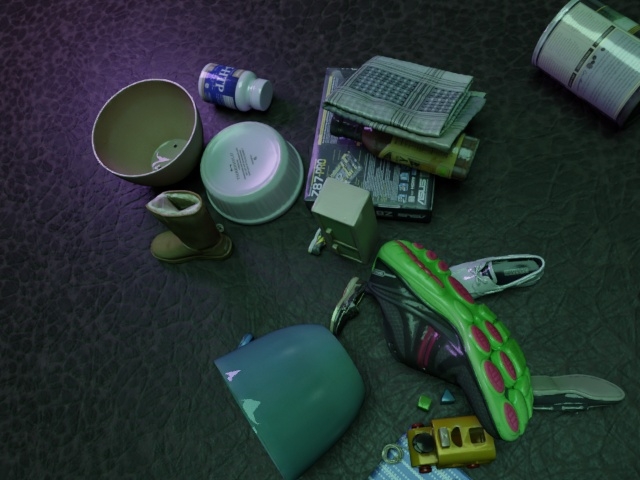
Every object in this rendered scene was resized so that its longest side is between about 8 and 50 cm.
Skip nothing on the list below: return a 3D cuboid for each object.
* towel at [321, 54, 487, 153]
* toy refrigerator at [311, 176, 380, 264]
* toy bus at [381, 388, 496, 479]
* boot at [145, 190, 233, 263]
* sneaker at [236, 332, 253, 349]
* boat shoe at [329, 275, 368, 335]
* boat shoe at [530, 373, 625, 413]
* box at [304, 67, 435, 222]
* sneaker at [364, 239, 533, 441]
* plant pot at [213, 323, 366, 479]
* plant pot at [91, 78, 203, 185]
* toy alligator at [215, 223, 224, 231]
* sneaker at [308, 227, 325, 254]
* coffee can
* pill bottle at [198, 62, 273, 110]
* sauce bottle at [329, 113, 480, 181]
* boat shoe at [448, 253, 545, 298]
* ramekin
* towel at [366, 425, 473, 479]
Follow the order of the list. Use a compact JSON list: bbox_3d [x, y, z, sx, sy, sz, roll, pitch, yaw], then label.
[{"bbox_3d":[0.208,-0.336,1.301,0.324,0.056,0.312,23,43,17],"label":"towel"},{"bbox_3d":[0.063,-0.033,1.273,0.102,0.269,0.094,22,76,17],"label":"toy refrigerator"},{"bbox_3d":[0.254,0.412,1.140,0.191,0.104,0.202,34,68,22],"label":"toy bus"},{"bbox_3d":[-0.350,-0.033,1.352,0.236,0.269,0.089,-4,67,9],"label":"boot"},{"bbox_3d":[-0.171,0.292,1.318,0.059,0.053,0.144,7,80,14],"label":"sneaker"},{"bbox_3d":[0.069,0.157,1.318,0.049,0.056,0.152,19,75,22],"label":"boat shoe"},{"bbox_3d":[0.526,0.328,1.176,0.206,0.075,0.065,2,113,6],"label":"boat shoe"},{"bbox_3d":[0.145,-0.252,1.433,0.318,0.097,0.395,5,72,10],"label":"box"},{"bbox_3d":[0.263,0.214,1.195,0.202,0.185,0.483,-57,50,31],"label":"sneaker"},{"bbox_3d":[-0.049,0.312,1.170,0.235,0.293,0.293,-32,67,-16],"label":"plant pot"},{"bbox_3d":[-0.430,-0.255,1.493,0.284,0.191,0.284,-4,69,10],"label":"plant pot"},{"bbox_3d":[-0.329,-0.062,1.481,0.189,0.056,0.051,15,33,15],"label":"toy alligator"},{"bbox_3d":[0.000,0.000,1.406,0.035,0.031,0.083,27,81,5],"label":"sneaker"},{"bbox_3d":[0.684,-0.430,1.335,0.201,0.201,0.275,-42,68,-6],"label":"coffee can"},{"bbox_3d":[-0.234,-0.424,1.560,0.186,0.112,0.112,16,74,16],"label":"pill bottle"},{"bbox_3d":[0.191,-0.236,1.310,0.344,0.111,0.111,20,75,15],"label":"sauce bottle"},{"bbox_3d":[0.378,0.076,1.271,0.258,0.084,0.095,-17,68,5],"label":"boat shoe"},{"bbox_3d":[-0.185,-0.185,1.454,0.272,0.127,0.273,-3,70,9],"label":"ramekin"},{"bbox_3d":[0.175,0.597,1.152,0.243,0.040,0.336,38,79,22],"label":"towel"}]
